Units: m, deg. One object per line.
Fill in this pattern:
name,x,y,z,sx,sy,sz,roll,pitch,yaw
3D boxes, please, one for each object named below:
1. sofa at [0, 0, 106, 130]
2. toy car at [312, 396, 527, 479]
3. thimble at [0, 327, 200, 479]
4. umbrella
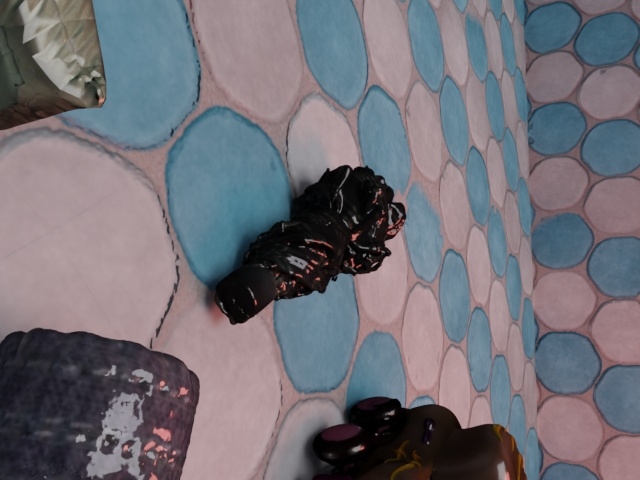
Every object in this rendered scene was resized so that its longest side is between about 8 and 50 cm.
sofa,-0.250,-0.134,0.238,0.225,0.210,0.176,-15,100,-62
toy car,0.144,0.368,0.775,0.340,0.240,0.272,-17,99,-61
thimble,-0.164,0.128,0.395,0.150,0.150,0.098,45,44,-47
umbrella,0.000,-0.012,0.710,0.336,0.128,0.155,-19,104,-55
